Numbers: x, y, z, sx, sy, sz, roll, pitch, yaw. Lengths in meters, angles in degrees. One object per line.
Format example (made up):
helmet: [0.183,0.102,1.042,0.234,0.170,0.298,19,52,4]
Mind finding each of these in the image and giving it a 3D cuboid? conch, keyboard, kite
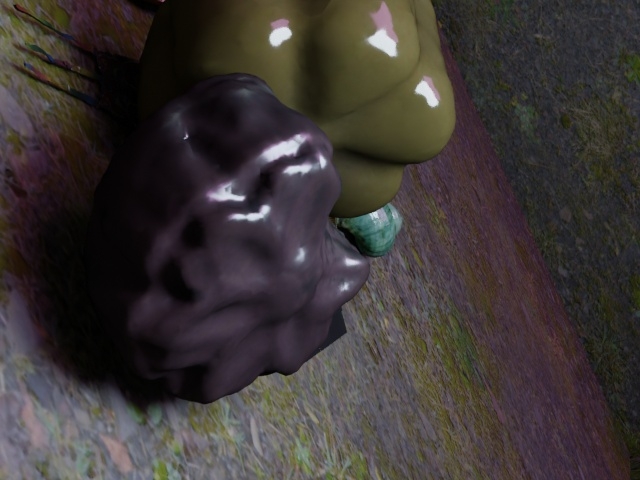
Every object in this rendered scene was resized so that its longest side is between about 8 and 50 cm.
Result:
conch: [0.101,-0.050,1.548,0.188,0.122,0.176,37,16,-50]
keyboard: [0.001,0.171,1.316,0.195,0.018,0.060,-21,96,-63]
kite: [-0.326,-0.239,1.027,0.285,0.015,0.152,24,49,-59]

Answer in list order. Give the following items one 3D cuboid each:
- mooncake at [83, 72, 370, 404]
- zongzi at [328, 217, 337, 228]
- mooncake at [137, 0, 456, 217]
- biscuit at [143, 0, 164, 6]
mooncake: [-0.105,0.020,0.874,0.212,0.350,0.381,41,-9,36]
zongzi: [0.000,0.000,1.351,0.241,0.111,0.248,10,67,-66]
mooncake: [-0.038,-0.230,1.059,0.467,0.466,0.262,36,41,-46]
biscuit: [-0.297,-0.520,1.214,0.262,0.037,0.262,19,62,-43]
